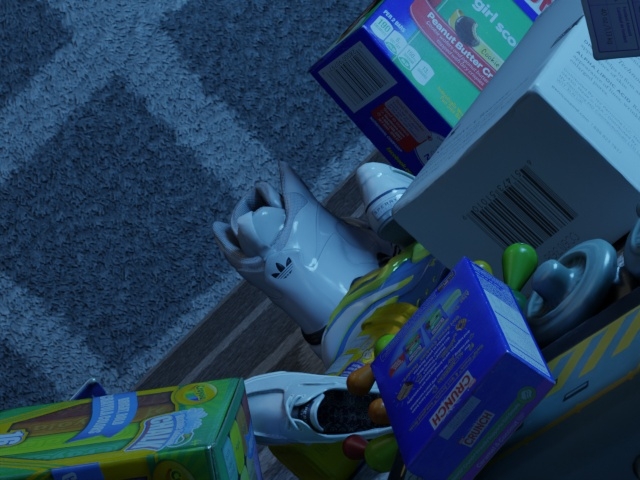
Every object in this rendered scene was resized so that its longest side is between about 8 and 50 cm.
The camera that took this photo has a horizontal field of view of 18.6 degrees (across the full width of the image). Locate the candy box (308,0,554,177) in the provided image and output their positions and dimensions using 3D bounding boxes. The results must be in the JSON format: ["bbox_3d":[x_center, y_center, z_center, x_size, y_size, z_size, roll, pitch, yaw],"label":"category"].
[{"bbox_3d":[0.179,-0.198,2.160,0.122,0.268,0.317,-32,14,48],"label":"candy box"}]

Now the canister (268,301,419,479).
[{"bbox_3d":[0.036,0.144,1.795,0.170,0.073,0.126,-48,9,-16],"label":"canister"}]

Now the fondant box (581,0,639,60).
[{"bbox_3d":[0.358,-0.221,1.300,0.330,0.096,0.238,-3,30,28],"label":"fondant box"}]

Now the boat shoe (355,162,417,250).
[{"bbox_3d":[0.103,-0.028,1.980,0.083,0.076,0.226,-31,-25,10],"label":"boat shoe"}]

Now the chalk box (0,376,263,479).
[{"bbox_3d":[-0.135,0.230,1.620,0.289,0.179,0.180,-10,13,6],"label":"chalk box"}]

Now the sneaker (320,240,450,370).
[{"bbox_3d":[0.093,0.059,1.895,0.240,0.091,0.126,-43,8,11],"label":"sneaker"}]

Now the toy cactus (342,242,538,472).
[{"bbox_3d":[0.120,0.106,1.524,0.219,0.112,0.180,-44,25,-10],"label":"toy cactus"}]

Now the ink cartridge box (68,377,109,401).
[{"bbox_3d":[-0.263,0.324,1.873,0.330,0.071,0.324,-46,-27,-10],"label":"ink cartridge box"}]

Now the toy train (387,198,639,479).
[{"bbox_3d":[0.165,0.096,1.114,0.334,0.142,0.190,-37,23,40],"label":"toy train"}]

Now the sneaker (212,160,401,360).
[{"bbox_3d":[0.000,0.000,2.284,0.137,0.210,0.366,-43,7,16],"label":"sneaker"}]

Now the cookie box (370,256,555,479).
[{"bbox_3d":[0.078,0.076,1.099,0.092,0.040,0.107,-51,25,18],"label":"cookie box"}]

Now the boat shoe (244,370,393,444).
[{"bbox_3d":[-0.002,0.149,1.689,0.063,0.184,0.066,22,-107,-81],"label":"boat shoe"}]

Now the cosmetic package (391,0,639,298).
[{"bbox_3d":[0.248,-0.126,1.796,0.217,0.156,0.385,-42,8,41],"label":"cosmetic package"}]
